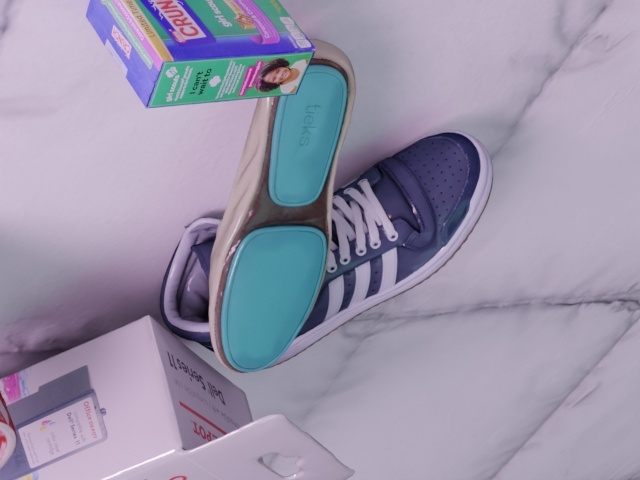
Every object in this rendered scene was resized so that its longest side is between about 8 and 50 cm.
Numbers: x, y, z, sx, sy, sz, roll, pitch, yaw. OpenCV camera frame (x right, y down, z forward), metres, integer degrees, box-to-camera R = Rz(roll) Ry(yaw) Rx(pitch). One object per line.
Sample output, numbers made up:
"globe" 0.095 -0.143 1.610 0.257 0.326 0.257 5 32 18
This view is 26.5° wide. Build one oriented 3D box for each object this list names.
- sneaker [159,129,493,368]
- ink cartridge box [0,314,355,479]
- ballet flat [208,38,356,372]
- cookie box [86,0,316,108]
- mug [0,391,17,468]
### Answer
"sneaker" 0.000 0.000 1.067 0.282 0.099 0.153 -38 152 14
"ink cartridge box" -0.173 0.178 1.073 0.353 0.119 0.207 -22 152 8
"ballet flat" -0.032 -0.027 0.962 0.086 0.086 0.248 -3 118 -42
"cookie box" -0.073 -0.125 0.819 0.107 0.092 0.040 -11 141 -34
"mug" -0.274 0.086 0.858 0.150 0.169 0.113 -47 148 23
